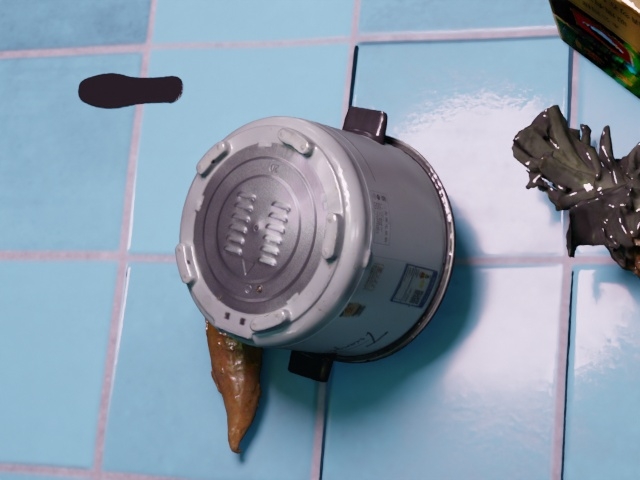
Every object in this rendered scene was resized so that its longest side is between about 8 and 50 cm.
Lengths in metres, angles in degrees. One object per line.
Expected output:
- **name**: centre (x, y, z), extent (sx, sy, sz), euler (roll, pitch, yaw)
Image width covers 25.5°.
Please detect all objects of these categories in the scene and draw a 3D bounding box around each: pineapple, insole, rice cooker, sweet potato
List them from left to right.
- **insole**: centre (-0.223, -0.176, 1.655), extent (0.135, 0.002, 0.045), euler (0, 76, 17)
- **sweet potato**: centre (-0.091, 0.123, 1.501), extent (0.068, 0.060, 0.206), euler (-26, 64, 49)
- **rice cooker**: centre (0.000, 0.000, 1.416), extent (0.241, 0.227, 0.281), euler (11, 91, 37)
- **pineapple**: centre (0.318, -0.018, 1.363), extent (0.170, 0.141, 0.310), euler (-31, 57, -34)

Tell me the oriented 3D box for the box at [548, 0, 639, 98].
- **box**: centre (0.297, -0.223, 1.378), extent (0.159, 0.240, 0.071), euler (40, 88, 24)
